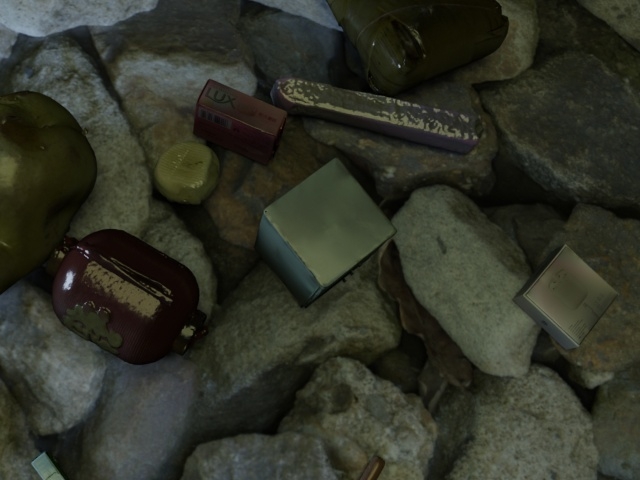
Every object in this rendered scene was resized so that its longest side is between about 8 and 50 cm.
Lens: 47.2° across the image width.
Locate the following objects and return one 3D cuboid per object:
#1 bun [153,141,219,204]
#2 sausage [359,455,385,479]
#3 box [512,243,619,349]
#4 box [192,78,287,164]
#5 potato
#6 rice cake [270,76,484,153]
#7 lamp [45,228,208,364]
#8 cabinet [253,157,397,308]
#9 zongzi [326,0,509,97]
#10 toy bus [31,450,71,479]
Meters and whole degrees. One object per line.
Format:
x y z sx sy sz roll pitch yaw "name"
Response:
-0.220 -0.108 1.223 0.115 0.069 0.115 0 56 0 "bun"
0.068 0.396 1.159 0.026 0.026 0.116 33 72 1 "sausage"
0.431 0.099 1.284 0.129 0.051 0.130 43 72 4 "box"
-0.137 -0.198 1.238 0.156 0.111 0.060 24 65 -4 "box"
-0.479 -0.058 1.099 0.218 0.202 0.351 23 80 9 "potato"
0.106 -0.222 1.307 0.399 0.070 0.064 11 78 -6 "rice cake"
-0.288 0.083 1.103 0.258 0.180 0.180 30 73 0 "lamp"
0.000 0.000 1.157 0.145 0.206 0.150 -38 84 -16 "cabinet"
0.163 -0.429 1.343 0.273 0.145 0.300 -26 70 -20 "zongzi"
-0.395 0.353 1.087 0.031 0.037 0.083 -38 83 -17 "toy bus"
